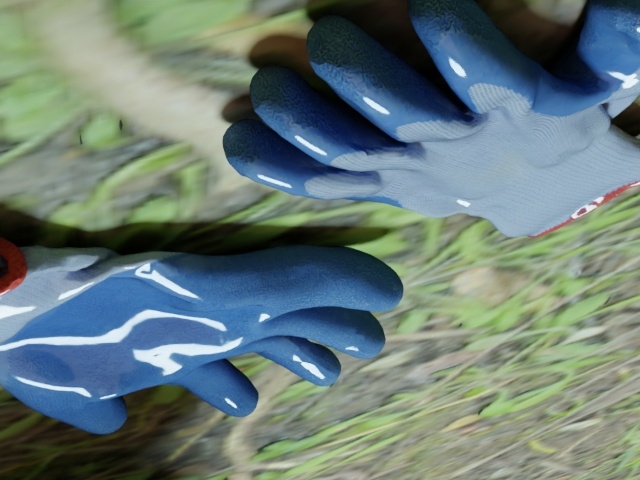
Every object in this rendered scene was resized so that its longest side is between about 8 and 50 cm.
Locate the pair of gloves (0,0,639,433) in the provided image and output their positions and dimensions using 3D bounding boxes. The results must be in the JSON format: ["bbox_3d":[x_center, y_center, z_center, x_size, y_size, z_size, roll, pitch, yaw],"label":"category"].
[{"bbox_3d":[0.000,0.000,0.432,0.198,0.023,0.159,-28,160,24],"label":"pair of gloves"}]
